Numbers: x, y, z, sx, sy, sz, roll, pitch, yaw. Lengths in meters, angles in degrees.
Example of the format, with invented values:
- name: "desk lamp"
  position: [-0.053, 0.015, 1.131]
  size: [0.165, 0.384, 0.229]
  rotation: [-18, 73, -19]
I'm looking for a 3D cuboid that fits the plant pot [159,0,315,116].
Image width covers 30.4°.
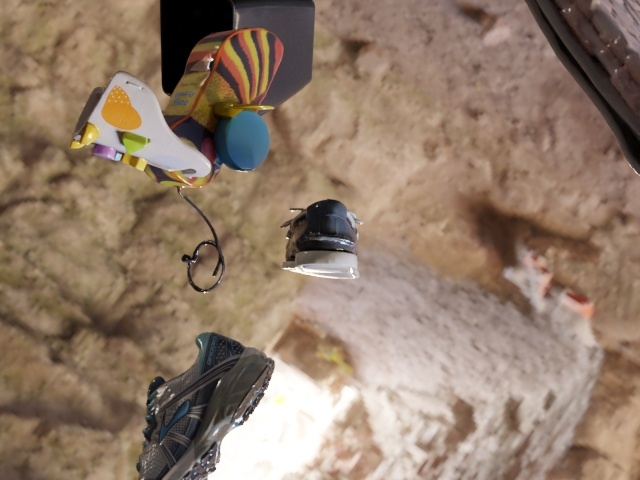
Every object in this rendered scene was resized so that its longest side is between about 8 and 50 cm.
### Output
- name: "plant pot"
  position: [-0.111, -0.287, 1.693]
  size: [0.187, 0.167, 0.188]
  rotation: [33, 129, 43]

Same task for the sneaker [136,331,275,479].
- name: "sneaker"
  position: [-0.181, 0.243, 1.509]
  size: [0.122, 0.283, 0.110]
  rotation: [31, 163, 16]

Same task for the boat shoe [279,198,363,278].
- name: "boat shoe"
  position: [0.000, 0.000, 1.333]
  size: [0.095, 0.079, 0.254]
  rotation: [4, 175, 2]

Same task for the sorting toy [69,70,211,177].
- name: "sorting toy"
  position: [-0.100, -0.058, 0.680]
  size: [0.075, 0.045, 0.083]
  rotation: [28, 172, -17]

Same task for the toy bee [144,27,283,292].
- name: "toy bee"
  position: [-0.135, -0.119, 1.310]
  size: [0.195, 0.298, 0.162]
  rotation: [-22, 148, 35]

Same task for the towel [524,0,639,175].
- name: "towel"
  position: [0.253, -0.163, 0.973]
  size: [0.317, 0.053, 0.332]
  rotation: [6, -130, -56]
